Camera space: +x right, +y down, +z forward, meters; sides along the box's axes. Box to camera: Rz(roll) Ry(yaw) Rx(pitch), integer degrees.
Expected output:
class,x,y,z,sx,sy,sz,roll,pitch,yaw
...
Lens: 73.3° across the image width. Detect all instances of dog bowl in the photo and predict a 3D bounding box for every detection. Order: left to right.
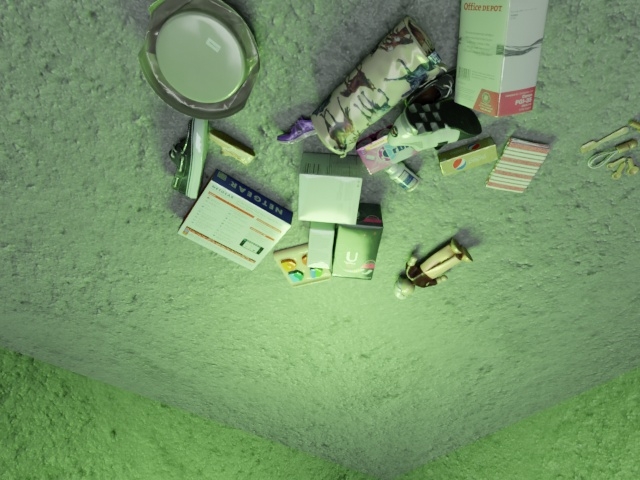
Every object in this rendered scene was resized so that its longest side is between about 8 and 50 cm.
class,x,y,z,sx,sy,sz,roll,pitch,yaw
dog bowl,-0.336,-0.529,1.235,0.349,0.102,0.348,1,131,2

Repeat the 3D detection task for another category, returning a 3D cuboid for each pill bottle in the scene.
class,x,y,z,sx,sy,sz,roll,pitch,yaw
pill bottle,0.279,-0.226,1.478,0.120,0.067,0.067,33,125,-22

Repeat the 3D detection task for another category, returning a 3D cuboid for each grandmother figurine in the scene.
class,x,y,z,sx,sy,sz,roll,pitch,yaw
grandmother figurine,0.432,0.128,1.754,0.208,0.104,0.342,39,120,-16

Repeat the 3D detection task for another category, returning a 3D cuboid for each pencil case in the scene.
class,x,y,z,sx,sy,sz,roll,pitch,yaw
pencil case,0.156,-0.427,1.254,0.183,0.160,0.410,45,120,-11

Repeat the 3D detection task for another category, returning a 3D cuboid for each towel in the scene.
class,x,y,z,sx,sy,sz,roll,pitch,yaw
towel,0.666,-0.251,1.463,0.144,0.029,0.197,10,133,-5

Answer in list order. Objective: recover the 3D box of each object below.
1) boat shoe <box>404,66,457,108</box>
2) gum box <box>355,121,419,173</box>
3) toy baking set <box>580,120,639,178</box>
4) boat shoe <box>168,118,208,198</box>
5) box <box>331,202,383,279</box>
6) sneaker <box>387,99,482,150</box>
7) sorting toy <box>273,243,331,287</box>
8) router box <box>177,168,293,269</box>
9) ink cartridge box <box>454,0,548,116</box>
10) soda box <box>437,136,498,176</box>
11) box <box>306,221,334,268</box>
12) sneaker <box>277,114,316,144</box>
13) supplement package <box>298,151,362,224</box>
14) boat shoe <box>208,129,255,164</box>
class,x,y,z,sx,sy,sz,roll,pitch,yaw
boat shoe,0.366,-0.447,1.280,0.233,0.079,0.084,-17,126,14
gum box,0.224,-0.310,1.413,0.189,0.062,0.107,-23,126,20
toy baking set,0.996,-0.294,1.402,0.256,0.030,0.196,21,128,-14
boat shoe,-0.450,-0.277,1.443,0.119,0.121,0.335,13,132,-12
box,0.133,0.004,1.634,0.166,0.143,0.270,4,130,-1
sneaker,0.343,-0.341,1.315,0.331,0.122,0.146,-7,162,-29
sorting toy,-0.074,0.112,1.807,0.193,0.038,0.208,-14,128,15
router box,-0.324,-0.066,1.641,0.336,0.082,0.301,30,125,-21
ink cartridge box,0.458,-0.489,1.115,0.117,0.207,0.282,-13,122,-11
soda box,0.488,-0.278,1.429,0.182,0.058,0.061,-16,127,17
box,0.000,0.000,1.633,0.091,0.130,0.170,6,121,-1
sneaker,-0.067,-0.364,1.398,0.170,0.068,0.071,-21,111,9
supplement package,0.031,-0.180,1.479,0.203,0.149,0.194,4,131,0
boat shoe,-0.305,-0.308,1.446,0.170,0.063,0.059,29,120,-20
